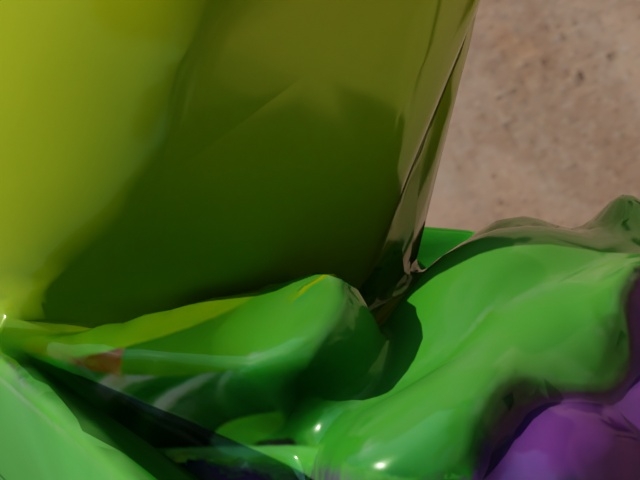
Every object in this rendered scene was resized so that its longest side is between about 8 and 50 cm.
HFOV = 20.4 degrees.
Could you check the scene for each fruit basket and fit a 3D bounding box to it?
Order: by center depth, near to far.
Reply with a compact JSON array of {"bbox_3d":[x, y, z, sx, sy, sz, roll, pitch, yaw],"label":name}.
[{"bbox_3d":[0.000,0.000,0.481,0.392,0.283,0.392,179,90,-66],"label":"fruit basket"}]
